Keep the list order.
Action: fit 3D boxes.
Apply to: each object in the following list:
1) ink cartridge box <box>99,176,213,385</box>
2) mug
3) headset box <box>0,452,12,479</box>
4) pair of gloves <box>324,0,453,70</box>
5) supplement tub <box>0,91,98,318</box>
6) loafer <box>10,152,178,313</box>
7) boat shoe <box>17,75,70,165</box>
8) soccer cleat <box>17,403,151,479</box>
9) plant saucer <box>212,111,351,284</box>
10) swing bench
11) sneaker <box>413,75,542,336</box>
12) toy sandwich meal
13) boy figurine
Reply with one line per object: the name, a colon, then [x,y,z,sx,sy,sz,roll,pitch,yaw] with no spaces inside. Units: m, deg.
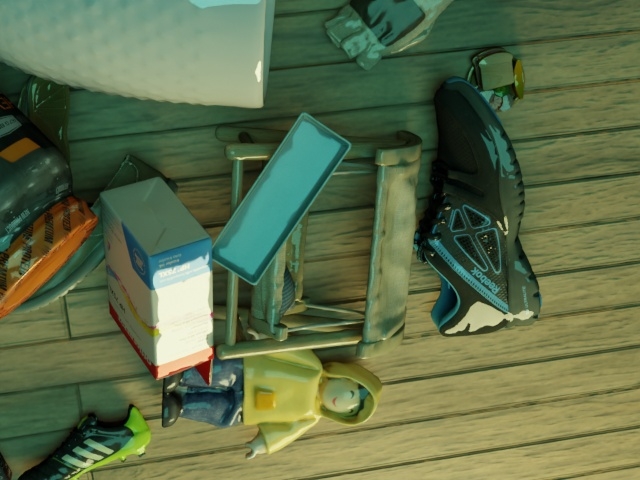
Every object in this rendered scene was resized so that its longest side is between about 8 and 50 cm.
ink cartridge box: [-0.186,0.061,1.262,0.078,0.134,0.231,-19,133,-26]
mug: [-0.209,-0.335,1.142,0.328,0.276,0.374,4,90,-2]
headset box: [-0.436,0.289,1.397,0.062,0.032,0.083,-23,108,-3]
pair of gloves: [0.057,-0.339,1.298,0.204,0.042,0.240,-43,104,9]
supplement tub: [-0.410,-0.086,1.156,0.207,0.207,0.338,-45,92,4]
loafer: [-0.289,-0.011,1.312,0.251,0.094,0.087,-40,104,-7]
boat shoe: [-0.327,-0.115,1.284,0.063,0.059,0.170,5,104,-30]
soccer cleat: [-0.306,0.265,1.406,0.179,0.060,0.072,-21,100,-11]
plant saucer: [-0.046,-0.046,1.207,0.067,0.018,0.192,33,97,-14]
swing bench: [0.000,0.000,1.323,0.255,0.165,0.253,1,105,-10]
sneaker: [0.179,-0.031,1.369,0.140,0.125,0.340,-16,107,-3]
toy sandwich meal: [0.222,-0.200,1.376,0.086,0.029,0.085,-3,107,-10]
boy figurine: [-0.062,0.200,1.412,0.285,0.092,0.177,6,103,-9]
